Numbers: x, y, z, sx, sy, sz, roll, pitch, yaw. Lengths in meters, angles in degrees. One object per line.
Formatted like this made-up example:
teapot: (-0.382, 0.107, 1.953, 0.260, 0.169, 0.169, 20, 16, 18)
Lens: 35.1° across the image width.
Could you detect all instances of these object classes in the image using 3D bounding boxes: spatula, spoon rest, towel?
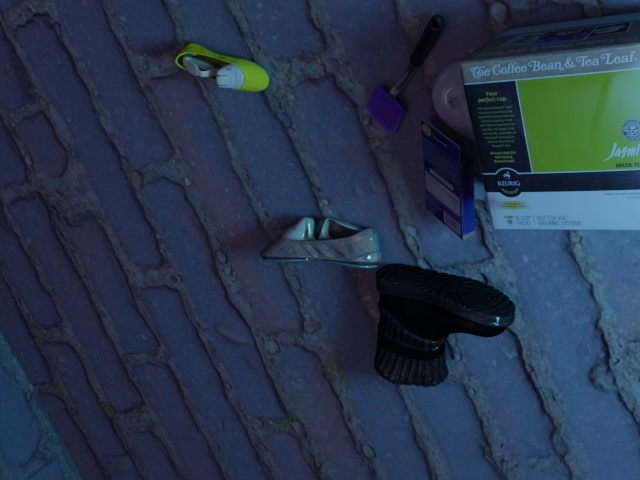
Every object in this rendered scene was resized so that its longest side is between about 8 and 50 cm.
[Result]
spatula: (0.171, -0.331, 2.001, 0.084, 0.030, 0.296, 42, 133, 12)
spoon rest: (0.306, -0.216, 1.947, 0.137, 0.084, 0.276, -26, 85, 36)
towel: (0.248, -0.226, 2.021, 0.083, 0.009, 0.060, -16, 106, 42)

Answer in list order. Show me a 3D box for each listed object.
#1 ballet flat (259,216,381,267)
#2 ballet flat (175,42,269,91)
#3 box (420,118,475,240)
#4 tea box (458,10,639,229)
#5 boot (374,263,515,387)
ballet flat: (0.000, 0.000, 2.293, 0.315, 0.107, 0.106, 3, 97, 30)
ballet flat: (-0.224, -0.374, 2.235, 0.230, 0.077, 0.077, 24, 127, 23)
box: (0.252, -0.125, 1.995, 0.136, 0.036, 0.225, 47, 154, 45)
tea box: (0.454, -0.204, 1.738, 0.328, 0.220, 0.324, 2, 117, 35)
boot: (0.262, 0.209, 2.180, 0.347, 0.131, 0.260, 18, 119, 41)
